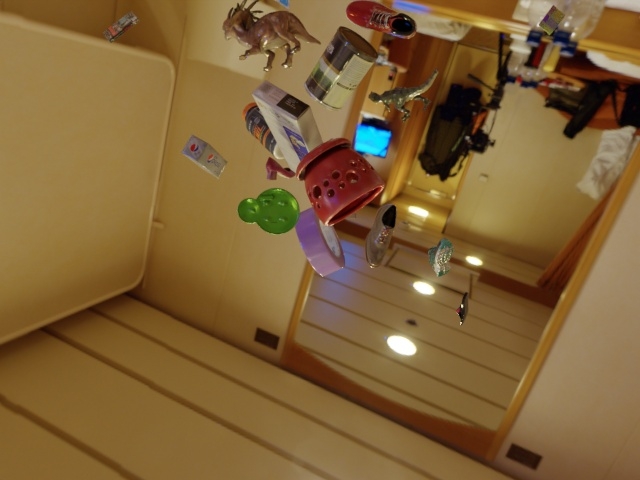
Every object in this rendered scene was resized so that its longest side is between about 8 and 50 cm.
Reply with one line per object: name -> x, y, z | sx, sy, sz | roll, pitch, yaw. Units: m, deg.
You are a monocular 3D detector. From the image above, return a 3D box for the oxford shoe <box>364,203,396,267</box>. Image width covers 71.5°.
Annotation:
oxford shoe -> 0.315, -0.030, 2.312 | 0.123, 0.348, 0.130 | 15, 170, -8

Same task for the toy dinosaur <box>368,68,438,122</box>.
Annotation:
toy dinosaur -> 0.258, -0.423, 1.330 | 0.268, 0.064, 0.118 | -1, 150, 48

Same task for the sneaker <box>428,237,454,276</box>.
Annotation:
sneaker -> 0.361, 0.043, 1.371 | 0.065, 0.166, 0.076 | -25, -127, -13

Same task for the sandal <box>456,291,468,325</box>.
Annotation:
sandal -> 0.608, 0.289, 1.911 | 0.040, 0.179, 0.067 | 14, -139, 30

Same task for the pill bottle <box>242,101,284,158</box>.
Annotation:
pill bottle -> -0.205, -0.441, 1.750 | 0.246, 0.130, 0.130 | 45, -151, 22

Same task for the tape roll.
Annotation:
tape roll -> 0.000, 0.000, 1.788 | 0.090, 0.275, 0.275 | -24, -169, 14

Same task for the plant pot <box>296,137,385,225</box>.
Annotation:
plant pot -> 0.046, -0.158, 1.157 | 0.174, 0.191, 0.191 | 59, -151, 9

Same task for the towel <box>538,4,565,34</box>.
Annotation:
towel -> 0.816, -0.778, 1.570 | 0.060, 0.083, 0.009 | 34, -170, -9

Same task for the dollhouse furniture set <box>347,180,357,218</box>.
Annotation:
dollhouse furniture set -> 0.099, -0.159, 1.695 | 0.144, 0.151, 0.123 | -1, -176, 16

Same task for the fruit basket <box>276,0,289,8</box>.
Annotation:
fruit basket -> -0.240, -1.015, 1.524 | 0.353, 0.327, 0.165 | 41, -115, 10

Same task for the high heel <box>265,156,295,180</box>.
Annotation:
high heel -> -0.201, -0.386, 2.322 | 0.082, 0.117, 0.244 | 19, -157, 33

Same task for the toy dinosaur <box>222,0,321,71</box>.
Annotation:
toy dinosaur -> -0.153, -0.624, 1.314 | 0.295, 0.200, 0.127 | -9, 176, 2

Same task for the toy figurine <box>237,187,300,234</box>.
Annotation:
toy figurine -> -0.139, -0.097, 1.290 | 0.173, 0.130, 0.159 | 0, -167, 3

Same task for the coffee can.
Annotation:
coffee can -> 0.084, -0.722, 1.887 | 0.201, 0.275, 0.201 | 24, -141, -21

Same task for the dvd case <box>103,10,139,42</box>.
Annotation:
dvd case -> -0.648, -0.694, 1.444 | 0.087, 0.119, 0.013 | 49, 178, 38

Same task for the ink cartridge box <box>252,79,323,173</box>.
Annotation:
ink cartridge box -> -0.064, -0.288, 1.308 | 0.175, 0.069, 0.371 | 37, 167, 26

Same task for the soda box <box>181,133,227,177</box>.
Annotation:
soda box -> -0.529, -0.383, 2.055 | 0.091, 0.098, 0.286 | 29, 177, 8

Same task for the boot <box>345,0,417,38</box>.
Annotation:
boot -> 0.187, -0.707, 1.412 | 0.244, 0.088, 0.176 | 20, -154, 6
